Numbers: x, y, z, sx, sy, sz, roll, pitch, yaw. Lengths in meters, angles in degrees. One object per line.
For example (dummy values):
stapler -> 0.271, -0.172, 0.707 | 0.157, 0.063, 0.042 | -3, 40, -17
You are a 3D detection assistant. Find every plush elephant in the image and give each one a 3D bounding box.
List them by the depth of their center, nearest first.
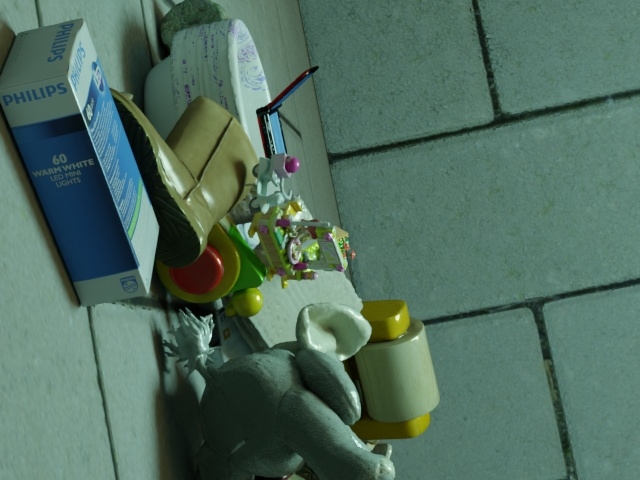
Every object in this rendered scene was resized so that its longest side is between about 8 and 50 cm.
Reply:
plush elephant -> -0.036, 0.221, 1.784 | 0.255, 0.272, 0.330 | -5, 57, -58

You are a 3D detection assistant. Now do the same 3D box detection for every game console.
game console -> -0.037, -0.172, 1.949 | 0.144, 0.085, 0.124 | -56, 135, -79

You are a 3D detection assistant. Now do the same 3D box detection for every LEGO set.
LEGO set -> 0.000, 0.000, 1.809 | 0.287, 0.107, 0.132 | 45, 51, -61

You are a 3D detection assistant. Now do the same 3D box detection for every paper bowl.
paper bowl -> -0.152, -0.157, 1.954 | 0.284, 0.148, 0.284 | -12, 90, -83

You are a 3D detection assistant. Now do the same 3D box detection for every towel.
towel -> -0.037, 0.084, 1.975 | 0.187, 0.049, 0.282 | -59, 144, -25

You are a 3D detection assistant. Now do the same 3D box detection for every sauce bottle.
sauce bottle -> -0.156, -0.246, 2.216 | 0.344, 0.111, 0.111 | 66, 14, -63

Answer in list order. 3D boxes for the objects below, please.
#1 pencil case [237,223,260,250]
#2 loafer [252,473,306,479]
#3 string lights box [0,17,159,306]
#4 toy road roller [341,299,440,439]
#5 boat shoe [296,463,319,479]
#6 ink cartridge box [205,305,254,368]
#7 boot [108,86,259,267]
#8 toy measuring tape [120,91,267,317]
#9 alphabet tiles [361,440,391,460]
pencil case -> -0.122, -0.053, 2.131 | 0.124, 0.113, 0.273 | 110, -18, -50
loafer -> -0.054, 0.370, 2.109 | 0.094, 0.087, 0.251 | -94, 169, -47
string lights box -> -0.241, -0.078, 1.428 | 0.133, 0.077, 0.259 | -91, 167, -58
toy road roller -> 0.045, 0.180, 2.251 | 0.240, 0.329, 0.202 | -44, 125, -57
boat shoe -> -0.016, 0.377, 2.481 | 0.060, 0.064, 0.178 | -81, 156, -65
ink cartridge box -> -0.085, 0.158, 2.025 | 0.223, 0.045, 0.224 | -37, 121, -52
boot -> -0.177, -0.112, 1.658 | 0.236, 0.089, 0.269 | 64, 22, -19
toy measuring tape -> -0.190, -0.027, 1.777 | 0.330, 0.121, 0.121 | 53, 13, -12
alphabet tiles -> 0.035, 0.411, 2.282 | 0.284, 0.021, 0.278 | -71, -166, -14
